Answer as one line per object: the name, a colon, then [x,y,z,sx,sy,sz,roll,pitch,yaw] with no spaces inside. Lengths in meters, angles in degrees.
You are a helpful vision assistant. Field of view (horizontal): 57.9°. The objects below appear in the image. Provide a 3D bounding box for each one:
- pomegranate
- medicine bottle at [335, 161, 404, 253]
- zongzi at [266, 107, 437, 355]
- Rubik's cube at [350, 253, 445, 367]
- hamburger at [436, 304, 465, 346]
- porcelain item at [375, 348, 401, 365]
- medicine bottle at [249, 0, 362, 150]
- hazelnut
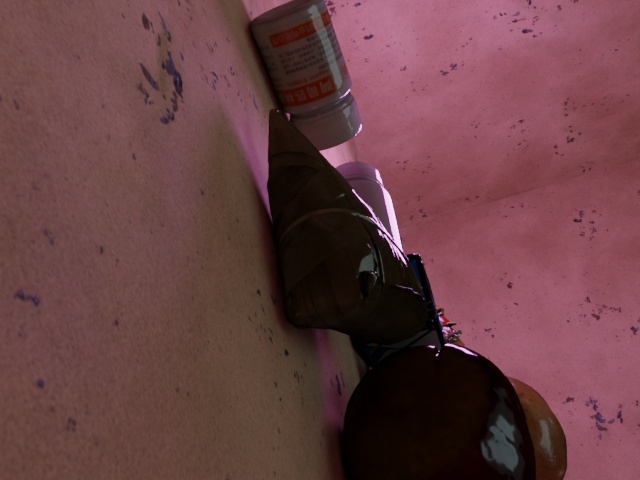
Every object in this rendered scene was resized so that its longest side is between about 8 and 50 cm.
pomegranate: [0.463,0.512,1.459,0.338,0.339,0.337,-17,90,-79]
medicine bottle: [0.113,-0.044,1.668,0.378,0.214,0.213,-95,164,-45]
zongzi: [0.079,-0.011,1.268,0.500,0.218,0.466,30,45,-56]
Rubik's cube: [0.221,0.216,1.729,0.250,0.247,0.248,59,20,-56]
hamburger: [0.324,0.329,1.932,0.212,0.275,0.274,56,7,13]
porcelain item: [0.282,0.463,1.703,0.405,0.243,0.178,65,33,-55]
medicine bottle: [-0.031,-0.449,1.574,0.211,0.211,0.371,-87,158,-60]
hazelnut: [0.230,0.424,1.178,0.429,0.403,0.402,-106,173,-55]
